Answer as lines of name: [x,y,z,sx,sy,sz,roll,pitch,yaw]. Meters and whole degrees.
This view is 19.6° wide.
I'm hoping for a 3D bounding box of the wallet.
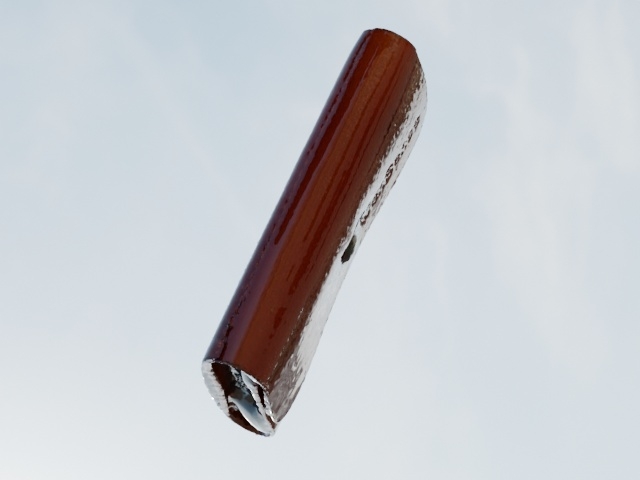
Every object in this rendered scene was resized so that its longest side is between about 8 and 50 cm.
wallet: [0.000,0.000,1.006,0.142,0.045,0.204,84,-151,-70]
